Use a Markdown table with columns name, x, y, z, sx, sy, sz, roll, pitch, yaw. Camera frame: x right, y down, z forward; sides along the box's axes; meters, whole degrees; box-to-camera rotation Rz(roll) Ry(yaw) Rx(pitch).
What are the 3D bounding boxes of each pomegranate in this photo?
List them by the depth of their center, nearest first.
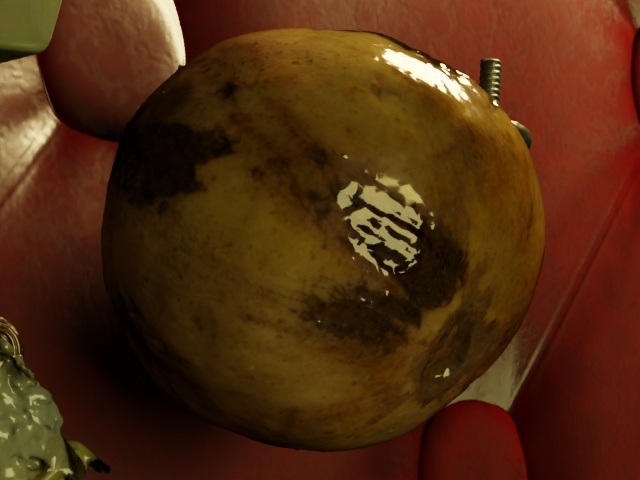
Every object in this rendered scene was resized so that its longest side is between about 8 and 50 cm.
| name | x | y | z | sx | sy | sz | roll | pitch | yaw |
| --- | --- | --- | --- | --- | --- | --- | --- | --- | --- |
| pomegranate | 0.000 | 0.000 | 1.384 | 0.322 | 0.322 | 0.322 | 9 | 77 | -44 |

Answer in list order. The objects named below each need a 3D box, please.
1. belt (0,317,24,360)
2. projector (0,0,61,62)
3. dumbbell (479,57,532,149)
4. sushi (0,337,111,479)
| name | x | y | z | sx | sy | sz | roll | pitch | yaw |
| --- | --- | --- | --- | --- | --- | --- | --- | --- | --- |
| belt | -0.233 | 0.089 | 1.309 | 0.059 | 0.036 | 0.083 | 40 | 57 | -25 |
| projector | -0.250 | -0.255 | 1.312 | 0.194 | 0.088 | 0.269 | 2 | 82 | -46 |
| dumbbell | 0.136 | -0.033 | 1.665 | 0.082 | 0.082 | 0.254 | 20 | 69 | -41 |
| sushi | -0.261 | 0.078 | 1.204 | 0.139 | 0.131 | 0.291 | -41 | 100 | -30 |
